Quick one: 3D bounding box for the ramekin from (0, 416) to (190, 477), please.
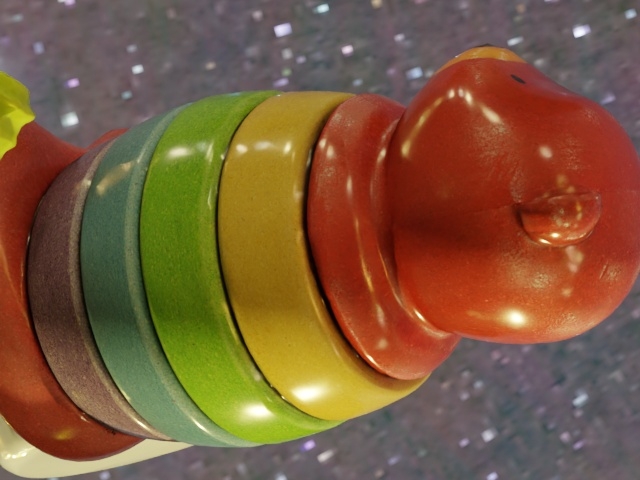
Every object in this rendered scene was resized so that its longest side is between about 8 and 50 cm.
[{"bbox_3d":[-0.119,0.066,1.332,0.277,0.277,0.135,-31,-108,43],"label":"ramekin"}]

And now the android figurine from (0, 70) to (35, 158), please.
[{"bbox_3d":[-0.161,0.064,0.461,0.056,0.248,0.273,34,-95,8],"label":"android figurine"}]

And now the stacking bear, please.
[{"bbox_3d":[0.000,0.000,0.808,0.289,0.175,0.164,-11,-100,32],"label":"stacking bear"}]
